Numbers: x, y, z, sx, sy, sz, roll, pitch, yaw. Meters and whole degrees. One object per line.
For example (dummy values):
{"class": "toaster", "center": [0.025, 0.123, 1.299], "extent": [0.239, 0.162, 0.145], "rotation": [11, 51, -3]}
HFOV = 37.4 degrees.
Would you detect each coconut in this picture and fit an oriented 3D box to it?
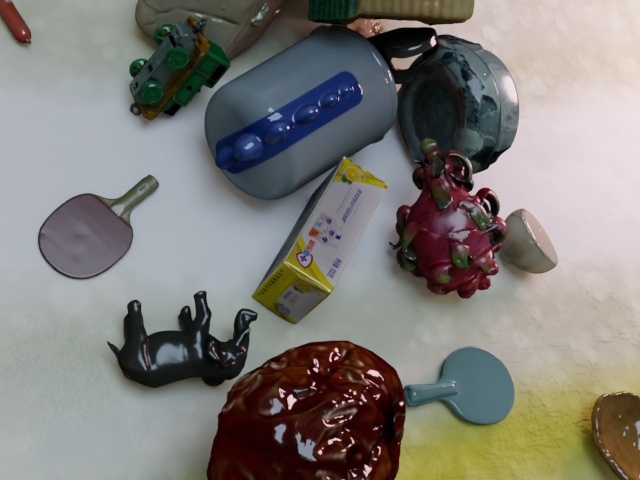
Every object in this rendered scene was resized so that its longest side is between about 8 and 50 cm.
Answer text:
{"class": "coconut", "center": [0.067, -0.403, 1.935], "extent": [0.122, 0.116, 0.116], "rotation": [-14, 71, -30]}

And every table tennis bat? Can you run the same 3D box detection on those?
{"class": "table tennis bat", "center": [0.253, 0.270, 1.721], "extent": [0.237, 0.038, 0.149], "rotation": [-4, 68, -29]}
{"class": "table tennis bat", "center": [-0.371, -0.032, 1.624], "extent": [0.138, 0.022, 0.246], "rotation": [44, 59, 2]}

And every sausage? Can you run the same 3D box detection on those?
{"class": "sausage", "center": [-0.595, -0.458, 1.734], "extent": [0.034, 0.034, 0.253], "rotation": [-26, 78, -31]}

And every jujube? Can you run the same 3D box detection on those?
{"class": "jujube", "center": [-0.012, 0.301, 1.420], "extent": [0.276, 0.276, 0.376], "rotation": [54, 33, 9]}

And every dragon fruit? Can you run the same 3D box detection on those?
{"class": "dragon fruit", "center": [0.244, -0.034, 1.766], "extent": [0.198, 0.218, 0.273], "rotation": [23, 78, -44]}

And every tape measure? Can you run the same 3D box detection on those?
{"class": "tape measure", "center": [0.268, -0.262, 1.862], "extent": [0.147, 0.256, 0.275], "rotation": [-11, 64, -31]}

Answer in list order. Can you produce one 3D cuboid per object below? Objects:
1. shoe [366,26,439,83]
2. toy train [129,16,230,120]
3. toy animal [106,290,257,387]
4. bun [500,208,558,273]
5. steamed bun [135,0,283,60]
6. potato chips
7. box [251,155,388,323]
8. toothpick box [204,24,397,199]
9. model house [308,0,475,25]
{"class": "shoe", "center": [0.159, -0.349, 1.794], "extent": [0.108, 0.241, 0.093], "rotation": [-18, 109, -8]}
{"class": "toy train", "center": [-0.257, -0.304, 1.715], "extent": [0.136, 0.228, 0.091], "rotation": [20, 30, -42]}
{"class": "toy animal", "center": [-0.217, 0.168, 1.543], "extent": [0.244, 0.115, 0.146], "rotation": [-13, 62, -4]}
{"class": "bun", "center": [0.402, 0.013, 1.882], "extent": [0.138, 0.094, 0.138], "rotation": [42, 26, -26]}
{"class": "steamed bun", "center": [-0.177, -0.529, 1.824], "extent": [0.247, 0.236, 0.384], "rotation": [36, 57, -1]}
{"class": "potato chips", "center": [0.584, 0.386, 1.782], "extent": [0.208, 0.062, 0.195], "rotation": [36, 52, -1]}
{"class": "box", "center": [0.000, 0.000, 1.675], "extent": [0.097, 0.168, 0.265], "rotation": [34, 55, -7]}
{"class": "toothpick box", "center": [-0.048, -0.222, 1.709], "extent": [0.354, 0.263, 0.263], "rotation": [-35, 82, -31]}
{"class": "model house", "center": [0.108, -0.580, 1.692], "extent": [0.342, 0.334, 0.382], "rotation": [2, 100, 1]}
